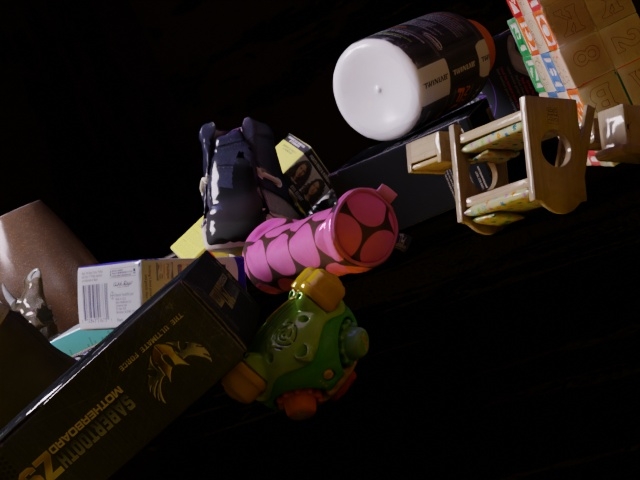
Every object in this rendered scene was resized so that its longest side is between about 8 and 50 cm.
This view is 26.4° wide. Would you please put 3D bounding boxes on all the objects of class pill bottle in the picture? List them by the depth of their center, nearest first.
[{"bbox_3d":[0.132,-0.217,1.733,0.130,0.130,0.246,-22,5,39],"label":"pill bottle"}]

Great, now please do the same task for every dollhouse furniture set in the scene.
[{"bbox_3d":[0.199,-0.057,1.257,0.161,0.101,0.182,1,-10,-30],"label":"dollhouse furniture set"}]

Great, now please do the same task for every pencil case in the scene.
[{"bbox_3d":[0.000,0.000,1.465,0.209,0.095,0.098,-15,46,56],"label":"pencil case"}]

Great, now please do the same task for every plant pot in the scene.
[{"bbox_3d":[-0.404,0.067,1.972,0.215,0.230,0.215,-25,5,2],"label":"plant pot"}]

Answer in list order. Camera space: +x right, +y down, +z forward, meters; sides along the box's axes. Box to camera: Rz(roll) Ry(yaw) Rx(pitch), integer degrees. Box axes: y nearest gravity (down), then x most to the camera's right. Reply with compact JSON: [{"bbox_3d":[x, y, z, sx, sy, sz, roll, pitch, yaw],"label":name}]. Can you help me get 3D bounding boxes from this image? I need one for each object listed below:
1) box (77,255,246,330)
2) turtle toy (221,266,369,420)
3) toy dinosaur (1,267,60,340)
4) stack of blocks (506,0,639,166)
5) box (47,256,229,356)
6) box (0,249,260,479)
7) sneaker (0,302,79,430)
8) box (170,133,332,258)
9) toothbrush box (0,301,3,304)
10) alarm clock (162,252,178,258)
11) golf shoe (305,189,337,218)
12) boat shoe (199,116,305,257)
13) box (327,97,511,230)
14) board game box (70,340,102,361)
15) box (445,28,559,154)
[{"bbox_3d":[-0.169,0.057,1.461,0.137,0.072,0.126,0,-4,-41],"label":"box"},{"bbox_3d":[-0.010,0.070,0.844,0.095,0.066,0.130,-49,4,-4],"label":"turtle toy"},{"bbox_3d":[-0.406,0.166,1.727,0.160,0.121,0.313,-22,24,47],"label":"toy dinosaur"},{"bbox_3d":[0.252,-0.226,1.387,0.087,0.297,0.171,-26,6,-1],"label":"stack of blocks"},{"bbox_3d":[-0.212,0.100,1.629,0.244,0.060,0.100,-24,4,9],"label":"box"},{"bbox_3d":[-0.139,0.107,0.796,0.233,0.059,0.183,-41,5,2],"label":"box"},{"bbox_3d":[-0.318,0.179,1.269,0.222,0.118,0.083,-54,9,0],"label":"sneaker"},{"bbox_3d":[-0.091,-0.035,1.880,0.232,0.087,0.058,-43,42,-8],"label":"box"},{"bbox_3d":[-0.572,0.179,1.828,0.206,0.122,0.283,-20,23,48],"label":"toothbrush box"},{"bbox_3d":[-0.201,0.024,2.432,0.129,0.064,0.192,-22,8,36],"label":"alarm clock"},{"bbox_3d":[0.022,-0.042,1.981,0.094,0.077,0.198,-24,14,-24],"label":"golf shoe"},{"bbox_3d":[-0.074,-0.059,1.711,0.127,0.158,0.340,-5,-6,5],"label":"boat shoe"},{"bbox_3d":[0.131,-0.090,1.711,0.184,0.103,0.261,-20,6,15],"label":"box"},{"bbox_3d":[-0.260,0.150,1.400,0.170,0.048,0.141,-26,3,-15],"label":"board game box"},{"bbox_3d":[0.308,-0.223,1.886,0.270,0.165,0.143,-22,5,31],"label":"box"}]
